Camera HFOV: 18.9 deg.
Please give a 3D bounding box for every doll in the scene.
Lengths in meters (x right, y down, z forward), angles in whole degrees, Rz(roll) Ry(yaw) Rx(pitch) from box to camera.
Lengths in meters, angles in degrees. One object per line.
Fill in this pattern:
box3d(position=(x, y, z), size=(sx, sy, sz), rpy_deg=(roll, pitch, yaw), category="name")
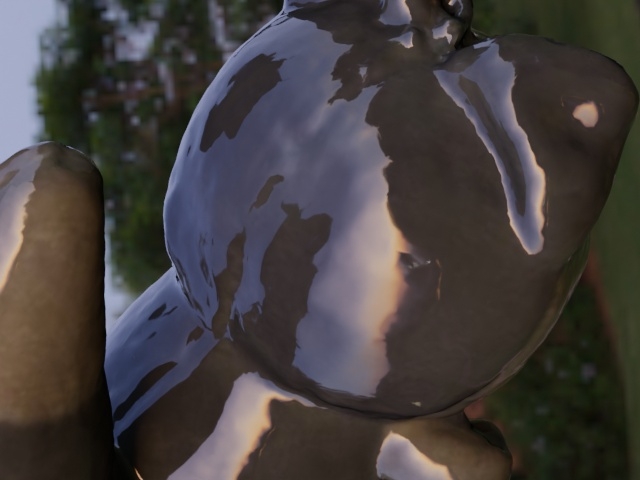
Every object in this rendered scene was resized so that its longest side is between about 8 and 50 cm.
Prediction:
box3d(position=(-0.024, 0.030, 0.912), size=(0.379, 0.252, 0.382), rpy_deg=(-27, -34, -56), category="doll")

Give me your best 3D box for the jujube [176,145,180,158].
box3d(position=(0.000, 0.000, 1.310), size=(0.236, 0.168, 0.168), rpy_deg=(57, 172, 17), category="jujube")
